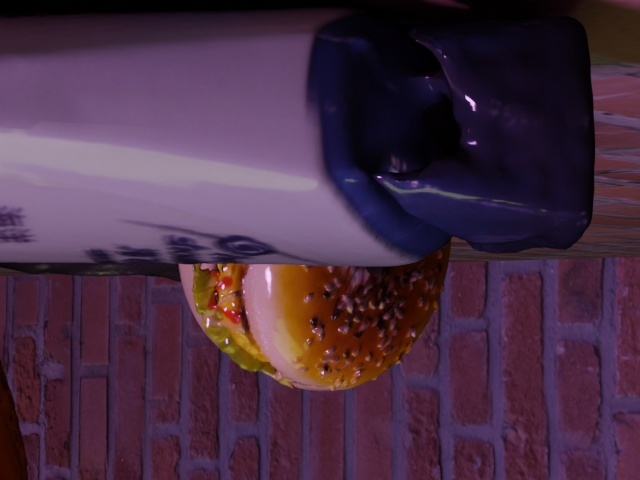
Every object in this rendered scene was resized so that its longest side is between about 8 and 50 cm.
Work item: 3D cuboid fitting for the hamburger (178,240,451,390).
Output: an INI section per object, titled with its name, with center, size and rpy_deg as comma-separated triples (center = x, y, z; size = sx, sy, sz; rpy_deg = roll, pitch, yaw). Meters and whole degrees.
[hamburger]
center = 0.000, 0.000, 0.732
size = 0.081, 0.126, 0.141
rpy_deg = 8, 162, 46

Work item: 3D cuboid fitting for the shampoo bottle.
[shampoo bottle]
center = -0.100, -0.032, 0.532
size = 0.360, 0.078, 0.134
rpy_deg = 0, 173, 1

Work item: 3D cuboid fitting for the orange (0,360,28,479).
[orange]
center = -0.324, 0.111, 0.745
size = 0.424, 0.326, 0.424
rpy_deg = 25, -165, -7

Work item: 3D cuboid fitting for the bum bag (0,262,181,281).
[bum bag]
center = -0.054, -0.019, 0.852
size = 0.142, 0.079, 0.326
rpy_deg = 7, -176, 29
